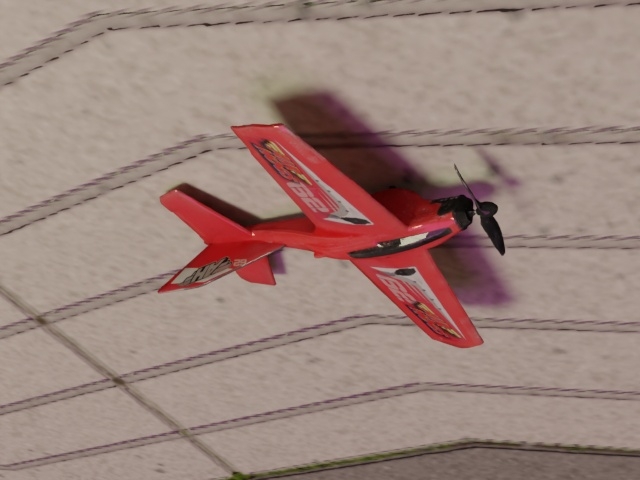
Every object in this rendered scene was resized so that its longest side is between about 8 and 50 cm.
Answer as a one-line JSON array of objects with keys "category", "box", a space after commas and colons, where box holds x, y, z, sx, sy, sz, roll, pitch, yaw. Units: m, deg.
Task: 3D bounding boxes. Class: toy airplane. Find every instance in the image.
[{"category": "toy airplane", "box": [0.000, 0.000, 0.453, 0.151, 0.028, 0.151, 9, 147, 6]}]
